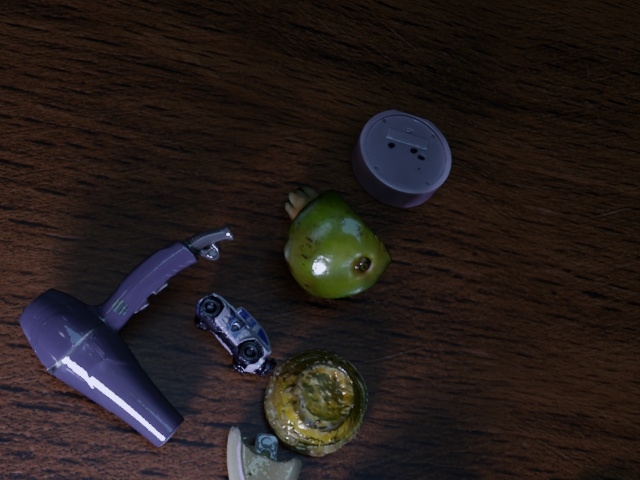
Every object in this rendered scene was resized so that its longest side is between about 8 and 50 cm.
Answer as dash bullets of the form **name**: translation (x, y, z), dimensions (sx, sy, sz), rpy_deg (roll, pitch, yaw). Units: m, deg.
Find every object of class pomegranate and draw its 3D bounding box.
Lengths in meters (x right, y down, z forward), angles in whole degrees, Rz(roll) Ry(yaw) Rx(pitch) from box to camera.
- **pomegranate**: translation (0.001, 0.001, 1.332), dimensions (0.159, 0.190, 0.241), rpy_deg (-38, 81, -2)

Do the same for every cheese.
- **cheese**: translation (-0.099, 0.420, 1.178), dimensions (0.127, 0.050, 0.235), rpy_deg (12, 62, -12)

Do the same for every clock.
- **clock**: translation (0.165, -0.168, 1.520), dimensions (0.197, 0.068, 0.196), rpy_deg (7, 64, -14)

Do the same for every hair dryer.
- **hair dryer**: translation (-0.261, 0.117, 1.188), dimensions (0.301, 0.121, 0.361), rpy_deg (44, 83, -3)

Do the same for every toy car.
- **toy car**: translation (-0.143, 0.161, 1.268), dimensions (0.170, 0.080, 0.070), rpy_deg (46, 62, 8)

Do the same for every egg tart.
- **egg tart**: translation (-0.002, 0.270, 1.267), dimensions (0.191, 0.074, 0.191), rpy_deg (7, 62, -13)
